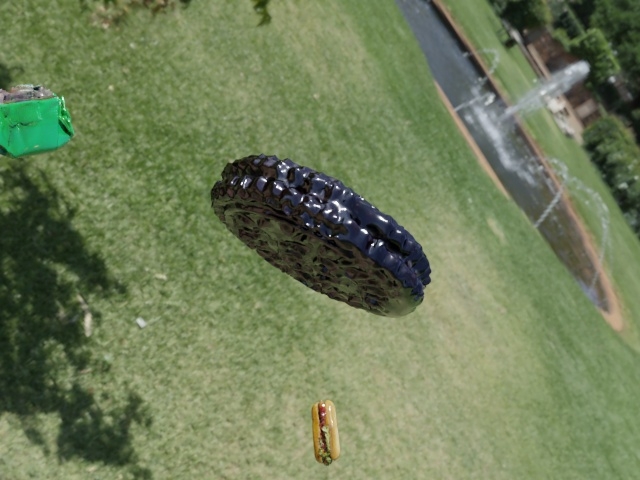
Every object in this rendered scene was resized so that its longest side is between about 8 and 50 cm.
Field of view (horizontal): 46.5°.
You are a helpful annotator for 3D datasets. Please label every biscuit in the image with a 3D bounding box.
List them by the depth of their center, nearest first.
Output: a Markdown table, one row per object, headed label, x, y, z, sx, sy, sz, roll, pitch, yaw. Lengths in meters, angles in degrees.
| label | x | y | z | sx | sy | sz | roll | pitch | yaw |
| --- | --- | --- | --- | --- | --- | --- | --- | --- | --- |
| biscuit | 0.000 | 0.000 | 0.586 | 0.194 | 0.194 | 0.053 | 41 | 71 | -35 |

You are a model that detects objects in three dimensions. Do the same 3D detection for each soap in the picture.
| label | x | y | z | sx | sy | sz | roll | pitch | yaw |
| --- | --- | --- | --- | --- | --- | --- | --- | --- | --- |
| soap | -0.512 | -0.167 | 1.067 | 0.218 | 0.273 | 0.098 | -42 | 130 | -67 |

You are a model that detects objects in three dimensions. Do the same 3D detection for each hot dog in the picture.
| label | x | y | z | sx | sy | sz | roll | pitch | yaw |
| --- | --- | --- | --- | --- | --- | --- | --- | --- | --- |
| hot dog | 0.004 | 0.245 | 0.951 | 0.021 | 0.037 | 0.083 | 45 | 32 | -56 |
